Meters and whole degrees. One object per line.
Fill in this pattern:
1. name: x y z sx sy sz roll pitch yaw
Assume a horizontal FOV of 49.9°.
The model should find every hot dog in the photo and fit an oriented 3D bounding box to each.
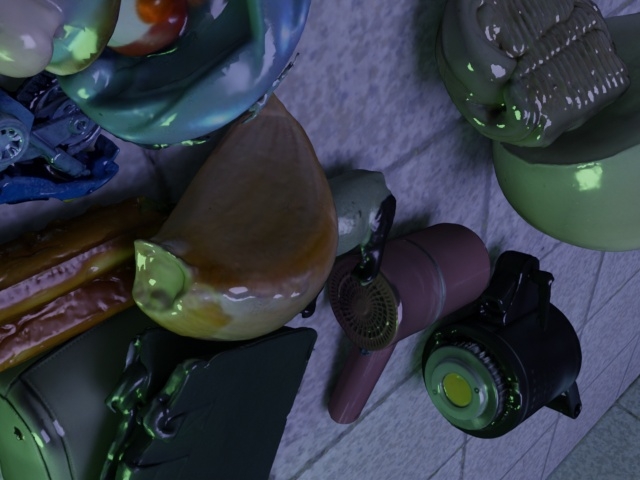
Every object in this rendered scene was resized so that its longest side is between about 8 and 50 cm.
1. hot dog: -0.224 0.042 0.552 0.269 0.072 0.115 -27 137 -36

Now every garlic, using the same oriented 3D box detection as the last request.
1. garlic: -0.065 -0.018 0.601 0.164 0.145 0.245 52 42 -38

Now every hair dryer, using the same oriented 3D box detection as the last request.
1. hair dryer: 0.091 0.139 0.989 0.210 0.125 0.353 -19 142 -41

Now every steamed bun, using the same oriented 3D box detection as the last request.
1. steamed bun: 0.387 -0.131 0.896 0.324 0.324 0.206 -48 124 -8
2. steamed bun: 0.223 -0.213 0.796 0.218 0.144 0.211 -37 100 -22

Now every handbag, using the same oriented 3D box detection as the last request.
1. handbag: -0.177 0.137 0.709 0.315 0.109 0.241 -37 145 -44
2. handbag: -0.117 0.196 0.670 0.260 0.079 0.248 0 111 -66

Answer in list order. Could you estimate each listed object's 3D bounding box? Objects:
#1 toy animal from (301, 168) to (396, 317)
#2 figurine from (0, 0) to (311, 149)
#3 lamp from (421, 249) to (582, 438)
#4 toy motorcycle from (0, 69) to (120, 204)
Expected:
1. toy animal: 0.000 0.000 0.760 0.225 0.094 0.121 -28 136 -30
2. figurine: -0.189 -0.183 0.263 0.388 0.248 0.277 14 81 -66
3. lamp: 0.315 0.229 1.219 0.272 0.205 0.374 -37 125 -30
4. toy motorcycle: -0.241 -0.041 0.453 0.254 0.092 0.136 -31 149 -44
